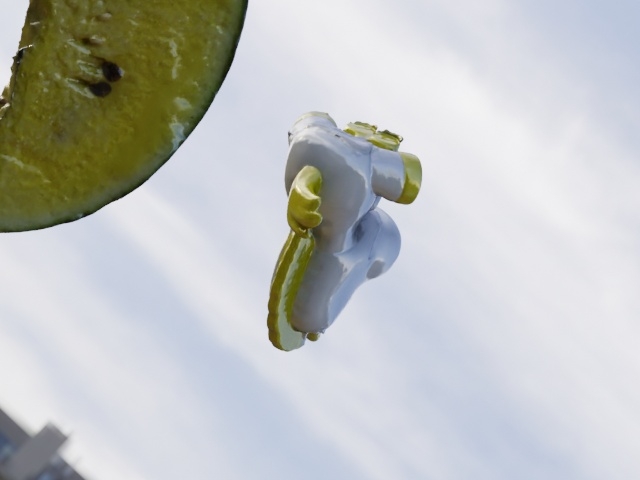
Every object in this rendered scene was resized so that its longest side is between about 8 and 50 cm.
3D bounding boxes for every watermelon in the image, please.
[{"bbox_3d":[-0.124,-0.138,1.195,0.129,0.301,0.123,12,11,-37],"label":"watermelon"}]

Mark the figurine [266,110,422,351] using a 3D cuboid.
[{"bbox_3d":[0.003,-0.002,1.367,0.109,0.129,0.178,25,-45,18],"label":"figurine"}]
